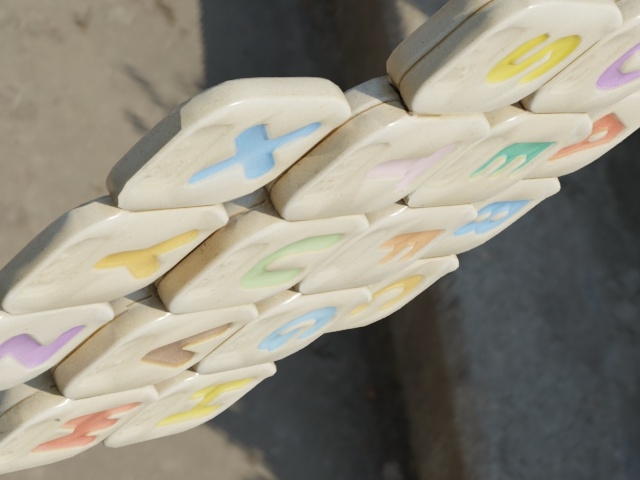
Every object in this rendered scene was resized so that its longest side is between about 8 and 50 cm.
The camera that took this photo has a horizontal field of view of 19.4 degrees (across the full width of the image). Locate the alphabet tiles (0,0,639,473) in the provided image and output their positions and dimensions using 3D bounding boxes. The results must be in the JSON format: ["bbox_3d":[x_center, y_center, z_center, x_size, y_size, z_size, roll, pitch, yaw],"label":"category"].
[{"bbox_3d":[0.000,0.000,0.644,0.278,0.284,0.021,-6,62,-55],"label":"alphabet tiles"}]
